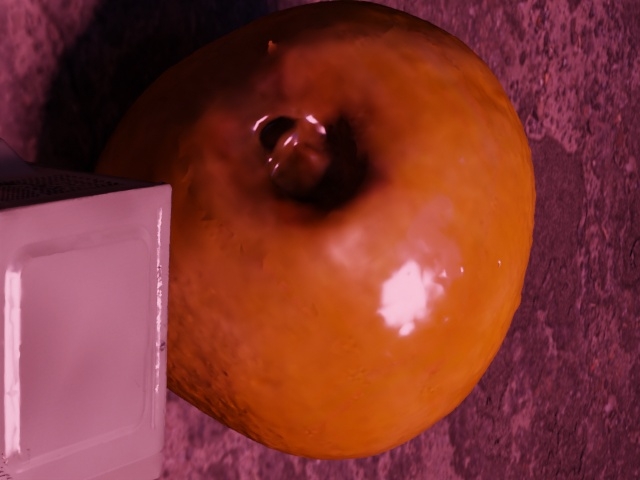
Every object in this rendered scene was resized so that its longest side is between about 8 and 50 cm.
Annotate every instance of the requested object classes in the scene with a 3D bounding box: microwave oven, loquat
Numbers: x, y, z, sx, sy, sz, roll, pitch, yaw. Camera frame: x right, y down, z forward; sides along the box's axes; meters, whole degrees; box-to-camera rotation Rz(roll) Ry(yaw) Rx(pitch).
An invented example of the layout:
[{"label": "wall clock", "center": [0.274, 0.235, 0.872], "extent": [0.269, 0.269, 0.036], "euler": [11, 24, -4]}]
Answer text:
[{"label": "microwave oven", "center": [-0.181, 0.031, 0.675], "extent": [0.122, 0.208, 0.162], "euler": [-12, 109, -54]}, {"label": "loquat", "center": [0.000, 0.000, 0.884], "extent": [0.275, 0.274, 0.275], "euler": [-21, 116, -52]}]
